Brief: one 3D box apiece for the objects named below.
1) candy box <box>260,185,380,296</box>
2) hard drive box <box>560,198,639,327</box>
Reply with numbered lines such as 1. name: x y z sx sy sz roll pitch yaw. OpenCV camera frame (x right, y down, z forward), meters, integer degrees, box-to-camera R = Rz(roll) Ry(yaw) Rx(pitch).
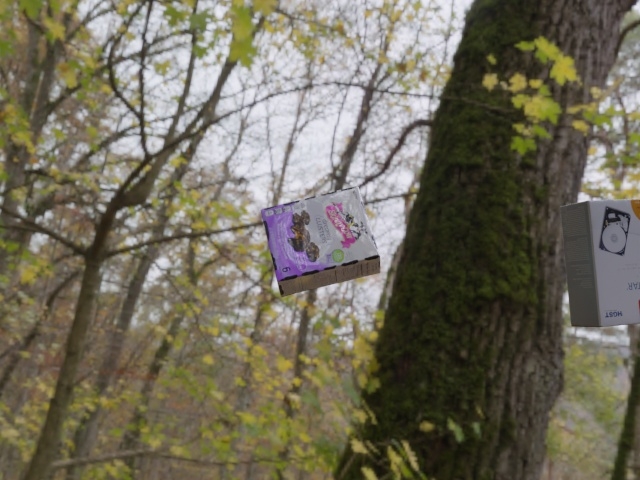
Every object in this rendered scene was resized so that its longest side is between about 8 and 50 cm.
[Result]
1. candy box: 0.000 0.000 1.433 0.196 0.165 0.070 -14 -31 -3
2. hard drive box: 0.560 0.041 1.427 0.181 0.232 0.089 -4 -4 -19
